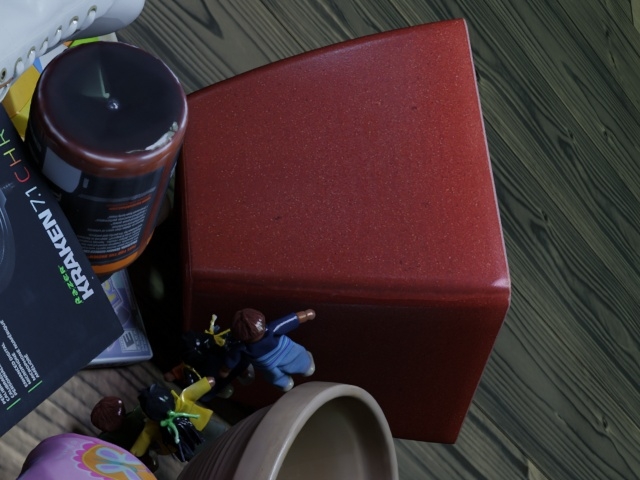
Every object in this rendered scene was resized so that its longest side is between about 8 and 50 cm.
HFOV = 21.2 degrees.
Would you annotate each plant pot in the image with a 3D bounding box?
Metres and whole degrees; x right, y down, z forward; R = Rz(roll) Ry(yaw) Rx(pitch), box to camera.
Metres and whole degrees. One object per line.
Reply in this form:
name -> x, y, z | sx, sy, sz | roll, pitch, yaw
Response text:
plant pot -> 0.000, 0.000, 1.407 | 0.267, 0.236, 0.267 | 100, -13, -58
plant pot -> -0.039, 0.215, 1.235 | 0.237, 0.110, 0.237 | -21, 114, -59

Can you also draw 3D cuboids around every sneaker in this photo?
sneaker -> -0.209, -0.115, 1.034 | 0.290, 0.106, 0.123 | -12, 77, -50

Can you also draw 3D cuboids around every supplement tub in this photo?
supplement tub -> -0.159, -0.042, 1.197 | 0.106, 0.198, 0.106 | 8, 56, -12

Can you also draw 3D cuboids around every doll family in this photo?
doll family -> -0.087, 0.108, 1.274 | 0.076, 0.193, 0.111 | 40, -7, 35

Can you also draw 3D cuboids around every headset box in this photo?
headset box -> -0.284, 0.024, 1.031 | 0.246, 0.131, 0.283 | 62, 27, -7

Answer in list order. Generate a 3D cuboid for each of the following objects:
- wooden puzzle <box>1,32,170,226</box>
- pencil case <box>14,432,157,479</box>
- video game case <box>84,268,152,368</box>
wooden puzzle -> -0.219, -0.130, 1.338 | 0.239, 0.044, 0.221 | 20, 44, -54
pencil case -> -0.193, 0.227, 1.057 | 0.124, 0.124, 0.284 | 63, 25, -9
video game case -> -0.213, 0.001, 1.306 | 0.183, 0.023, 0.201 | 2, 68, -61
